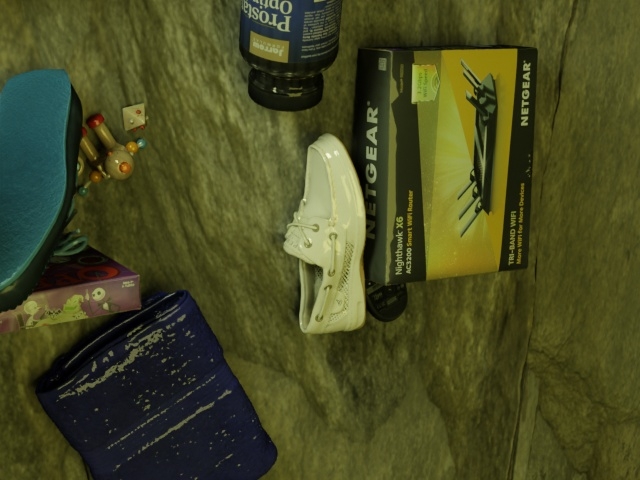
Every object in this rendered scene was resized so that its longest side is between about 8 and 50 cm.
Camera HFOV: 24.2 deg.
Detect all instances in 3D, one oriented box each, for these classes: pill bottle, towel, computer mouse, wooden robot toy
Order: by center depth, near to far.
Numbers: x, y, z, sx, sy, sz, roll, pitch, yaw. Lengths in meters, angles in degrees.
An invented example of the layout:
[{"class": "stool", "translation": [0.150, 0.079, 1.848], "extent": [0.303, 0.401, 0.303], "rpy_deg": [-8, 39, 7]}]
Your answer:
[{"class": "wooden robot toy", "translation": [-0.255, -0.095, 1.749], "extent": [0.173, 0.079, 0.076], "rpy_deg": [-41, 124, -14]}, {"class": "pill bottle", "translation": [-0.035, -0.272, 1.788], "extent": [0.122, 0.123, 0.219], "rpy_deg": [-15, 127, -28]}, {"class": "towel", "translation": [-0.206, 0.227, 1.911], "extent": [0.227, 0.076, 0.308], "rpy_deg": [-33, 123, -10]}, {"class": "computer mouse", "translation": [0.062, 0.003, 2.022], "extent": [0.071, 0.041, 0.242], "rpy_deg": [-27, 114, -26]}]

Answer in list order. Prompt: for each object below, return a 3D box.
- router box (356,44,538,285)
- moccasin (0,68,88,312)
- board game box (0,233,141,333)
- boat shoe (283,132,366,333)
[{"class": "router box", "translation": [0.168, -0.106, 1.995], "extent": [0.243, 0.081, 0.309], "rpy_deg": [-6, 103, -31]}, {"class": "moccasin", "translation": [-0.303, -0.043, 1.606], "extent": [0.137, 0.342, 0.117], "rpy_deg": [1, 136, 11]}, {"class": "board game box", "translation": [-0.397, 0.058, 1.635], "extent": [0.346, 0.208, 0.056], "rpy_deg": [-9, 112, -31]}, {"class": "boat shoe", "translation": [0.000, 0.000, 1.937], "extent": [0.096, 0.098, 0.277], "rpy_deg": [-13, 113, -20]}]
